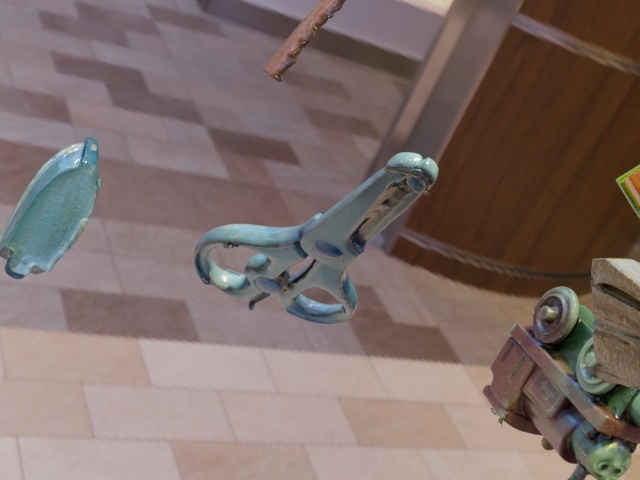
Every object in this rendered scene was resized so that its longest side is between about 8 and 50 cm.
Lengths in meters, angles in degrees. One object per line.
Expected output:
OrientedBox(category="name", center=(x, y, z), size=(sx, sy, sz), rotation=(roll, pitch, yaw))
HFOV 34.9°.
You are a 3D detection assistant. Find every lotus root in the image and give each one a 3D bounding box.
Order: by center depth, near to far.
OrientedBox(category="lotus root", center=(0.355, 0.097, 1.082), size=(0.070, 0.143, 0.144), rotation=(-8, 19, -22))

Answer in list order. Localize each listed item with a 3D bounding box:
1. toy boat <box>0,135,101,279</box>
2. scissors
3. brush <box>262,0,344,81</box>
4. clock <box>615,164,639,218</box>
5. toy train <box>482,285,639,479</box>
OrientedBox(category="toy boat", center=(-0.372, -0.050, 1.412), size=(0.088, 0.215, 0.102), rotation=(32, 5, -26))
OrientedBox(category="scissors", center=(0.000, -0.001, 0.954), size=(0.180, 0.393, 0.032), rotation=(23, 63, -15))
OrientedBox(category="brush", center=(0.058, -0.240, 0.786), size=(0.071, 0.301, 0.084), rotation=(42, 6, -20))
OrientedBox(category="clock", center=(0.610, -0.124, 1.578), size=(0.106, 0.219, 0.255), rotation=(58, -2, 5))
OrientedBox(category="toy train", center=(0.364, 0.206, 1.420), size=(0.150, 0.222, 0.304), rotation=(21, 15, -24))
